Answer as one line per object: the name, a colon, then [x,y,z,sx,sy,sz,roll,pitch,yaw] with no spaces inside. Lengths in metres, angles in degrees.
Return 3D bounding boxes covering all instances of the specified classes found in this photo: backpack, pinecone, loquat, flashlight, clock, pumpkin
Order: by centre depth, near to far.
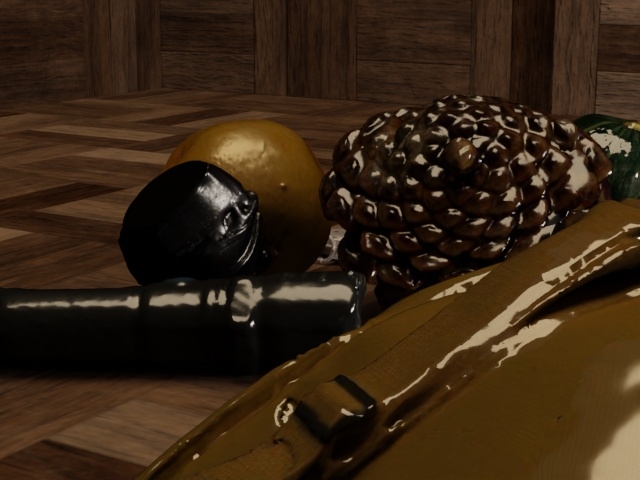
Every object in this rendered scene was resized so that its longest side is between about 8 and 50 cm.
backpack: [0.081,0.148,0.508,0.378,0.201,0.353,-15,28,4]
flashlight: [-0.169,0.075,1.148,0.424,0.103,0.103,0,13,3]
pinecone: [0.151,-0.031,1.283,0.298,0.242,0.296,2,4,15]
loquat: [-0.087,-0.039,1.424,0.208,0.208,0.208,0,13,0]
clock: [0.000,0.000,1.590,0.129,0.041,0.087,10,12,21]
pumpkin: [0.430,-0.099,1.793,0.211,0.152,0.211,18,11,-4]

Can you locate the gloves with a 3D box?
gloves: [-0.109,0.019,1.243,0.164,0.203,0.124,-33,37,15]
